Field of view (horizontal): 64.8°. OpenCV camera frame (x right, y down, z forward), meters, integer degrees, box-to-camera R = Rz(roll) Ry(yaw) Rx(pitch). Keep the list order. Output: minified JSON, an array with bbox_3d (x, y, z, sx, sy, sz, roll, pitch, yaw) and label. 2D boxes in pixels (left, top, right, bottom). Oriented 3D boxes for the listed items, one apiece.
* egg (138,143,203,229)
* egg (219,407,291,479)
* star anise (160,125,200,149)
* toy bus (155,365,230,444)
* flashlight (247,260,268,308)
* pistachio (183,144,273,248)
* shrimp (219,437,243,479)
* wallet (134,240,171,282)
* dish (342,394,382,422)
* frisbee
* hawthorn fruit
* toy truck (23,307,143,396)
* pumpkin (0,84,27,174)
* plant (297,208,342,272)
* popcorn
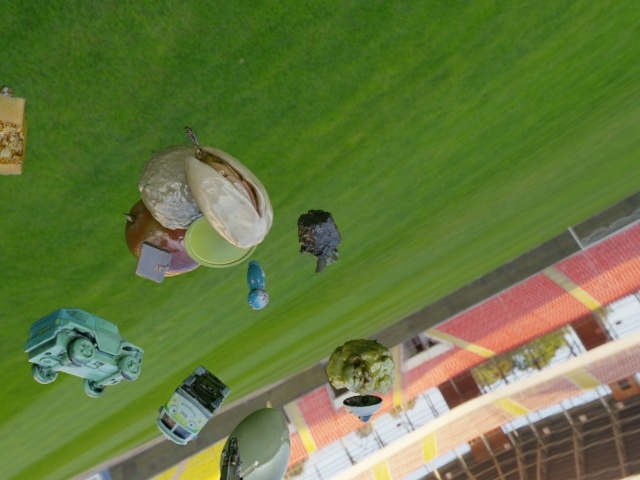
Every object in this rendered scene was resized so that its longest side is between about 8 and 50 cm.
[{"bbox_3d":[-0.435,-0.176,1.603,0.279,0.279,0.310,-37,-171,34],"label":"egg"},{"bbox_3d":[-0.178,0.598,1.423,0.188,0.188,0.254,119,-6,-66],"label":"egg"},{"bbox_3d":[-0.576,-0.293,2.000,0.237,0.148,0.346,-7,131,-58],"label":"star anise"},{"bbox_3d":[-0.376,0.487,1.490,0.165,0.133,0.276,-52,178,-1],"label":"toy bus"},{"bbox_3d":[-0.154,0.103,1.196,0.051,0.129,0.051,-10,140,-9],"label":"flashlight"},{"bbox_3d":[-0.257,-0.123,1.422,0.213,0.318,0.193,-21,-159,49],"label":"pistachio"},{"bbox_3d":[-0.184,0.521,1.036,0.051,0.217,0.150,1,159,4],"label":"shrimp"},{"bbox_3d":[-0.610,0.080,1.844,0.039,0.118,0.153,-74,-169,-60],"label":"wallet"},{"bbox_3d":[0.150,0.598,1.766,0.141,0.078,0.141,-4,179,0],"label":"dish"},{"bbox_3d":[-0.314,-0.004,1.610,0.235,0.017,0.236,-10,131,-12],"label":"frisbee"},{"bbox_3d":[-0.692,-0.044,2.244,0.402,0.403,0.403,-26,166,-7],"label":"hawthorn fruit"},{"bbox_3d":[-0.594,0.286,1.289,0.155,0.156,0.279,-26,142,16],"label":"toy truck"},{"bbox_3d":[-0.842,-0.305,1.322,0.130,0.126,0.248,8,126,-27],"label":"pumpkin"},{"bbox_3d":[0.000,0.000,1.694,0.131,0.203,0.142,11,-147,44],"label":"plant"},{"bbox_3d":[0.140,0.421,1.709,0.233,0.192,0.266,15,-176,9],"label":"popcorn"}]
